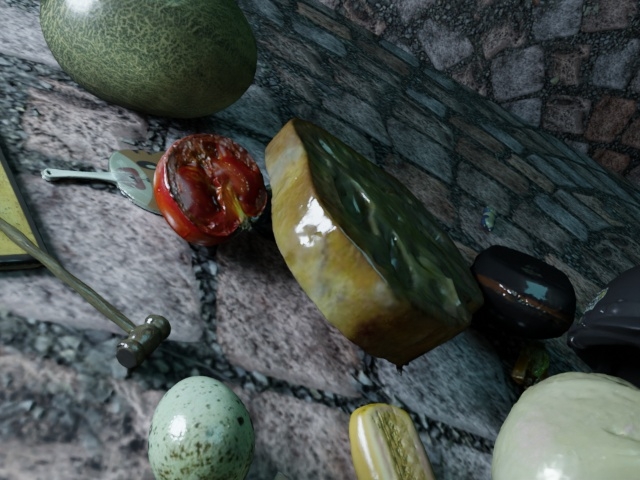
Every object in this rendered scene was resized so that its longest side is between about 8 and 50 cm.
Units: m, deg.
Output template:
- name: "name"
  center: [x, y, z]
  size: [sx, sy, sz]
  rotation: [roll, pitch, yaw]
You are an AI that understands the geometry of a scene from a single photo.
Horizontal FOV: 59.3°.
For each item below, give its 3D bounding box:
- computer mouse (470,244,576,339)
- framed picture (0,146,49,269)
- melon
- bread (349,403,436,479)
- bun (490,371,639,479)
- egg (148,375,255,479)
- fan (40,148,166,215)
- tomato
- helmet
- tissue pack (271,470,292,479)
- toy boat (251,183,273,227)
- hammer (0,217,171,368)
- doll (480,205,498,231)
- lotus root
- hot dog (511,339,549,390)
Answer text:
- name: "computer mouse"
  center: [0.336, 0.088, 0.961]
  size: [0.182, 0.116, 0.323]
  rotation: [30, 15, 16]
- name: "framed picture"
  center: [-0.454, -0.057, 0.503]
  size: [0.338, 0.014, 0.255]
  rotation: [-2, 45, -47]
- name: "melon"
  center: [-0.252, -0.314, 0.861]
  size: [0.329, 0.249, 0.249]
  rotation: [13, 35, -37]
- name: "bread"
  center: [0.066, 0.222, 0.557]
  size: [0.082, 0.056, 0.115]
  rotation: [9, 44, -36]
- name: "bun"
  center: [0.367, 0.285, 0.588]
  size: [0.360, 0.213, 0.361]
  rotation: [26, 23, -12]
- name: "egg"
  center: [-0.098, 0.159, 0.459]
  size: [0.085, 0.085, 0.110]
  rotation: [11, 29, -34]
- name: "fan"
  center: [-0.252, -0.082, 0.746]
  size: [0.226, 0.008, 0.153]
  rotation: [0, 44, -46]
- name: "tomato"
  center: [-0.149, -0.057, 0.718]
  size: [0.139, 0.091, 0.159]
  rotation: [55, 43, -7]
- name: "helmet"
  center: [0.420, 0.103, 0.633]
  size: [0.230, 0.161, 0.279]
  rotation: [26, -16, 29]
- name: "tissue pack"
  center: [-0.019, 0.242, 0.439]
  size: [0.094, 0.059, 0.074]
  rotation: [35, 27, 3]
- name: "toy boat"
  center: [-0.079, -0.050, 0.821]
  size: [0.060, 0.055, 0.141]
  rotation: [33, 28, 15]
- name: "hammer"
  center: [-0.272, 0.014, 0.540]
  size: [0.292, 0.029, 0.058]
  rotation: [38, 30, 1]
- name: "doll"
  center: [0.395, -0.050, 1.320]
  size: [0.037, 0.027, 0.125]
  rotation: [41, 29, -1]
- name: "lotus root"
  center: [0.068, -0.010, 0.779]
  size: [0.375, 0.111, 0.390]
  rotation: [46, 23, 1]
- name: "hot dog"
  center: [0.334, 0.193, 0.879]
  size: [0.056, 0.041, 0.133]
  rotation: [42, 30, 14]
